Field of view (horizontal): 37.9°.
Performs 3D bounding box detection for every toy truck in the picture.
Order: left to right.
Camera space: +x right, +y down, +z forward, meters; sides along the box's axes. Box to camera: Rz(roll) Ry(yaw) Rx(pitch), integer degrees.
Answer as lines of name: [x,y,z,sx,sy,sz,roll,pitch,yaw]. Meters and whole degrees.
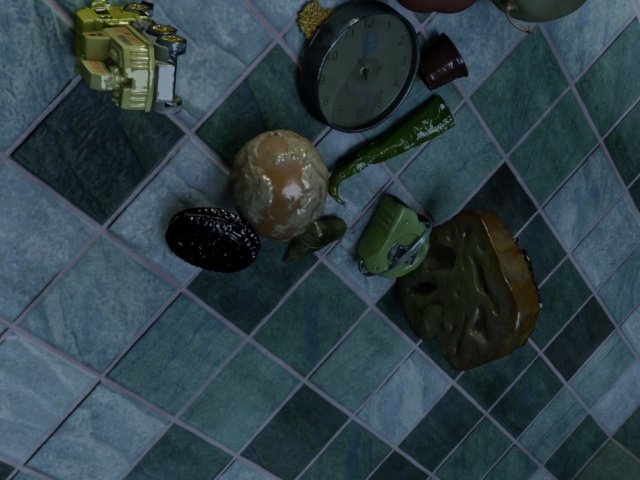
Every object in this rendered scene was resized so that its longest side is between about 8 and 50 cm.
toy truck: [-0.320,-0.296,1.495,0.157,0.272,0.124,-5,121,-27]

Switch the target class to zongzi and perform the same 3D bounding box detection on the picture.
zongzi: [0.000,0.000,2.101,0.154,0.062,0.130,-10,146,-51]

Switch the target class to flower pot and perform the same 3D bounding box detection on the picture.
flower pot: [0.253,-0.377,2.008,0.089,0.111,0.111,-32,135,4]

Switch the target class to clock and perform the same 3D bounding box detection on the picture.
clock: [0.085,-0.350,1.906,0.280,0.055,0.281,-23,133,-27]

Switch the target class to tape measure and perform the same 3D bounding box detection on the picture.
tape measure: [0.177,0.007,2.185,0.175,0.106,0.200,18,108,-39]

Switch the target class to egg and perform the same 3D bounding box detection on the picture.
egg: [-0.084,-0.106,1.850,0.203,0.203,0.245,-24,141,-24]

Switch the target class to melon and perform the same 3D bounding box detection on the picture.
melon: [0.463,-0.588,1.916,0.308,0.272,0.272,-32,133,-8]

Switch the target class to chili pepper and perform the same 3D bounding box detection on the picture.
chili pepper: [0.148,-0.198,2.053,0.359,0.076,0.085,-36,107,-18]

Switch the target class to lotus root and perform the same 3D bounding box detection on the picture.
lotus root: [0.345,0.108,2.191,0.111,0.390,0.375,-2,110,-37]

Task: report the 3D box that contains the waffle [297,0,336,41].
waffle: [-0.009,-0.431,1.820,0.078,0.016,0.085,-52,134,2]

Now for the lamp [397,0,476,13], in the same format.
lamp: [0.234,-0.572,1.741,0.305,0.239,0.305,-6,115,-14]

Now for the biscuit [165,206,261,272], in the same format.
biscuit: [-0.213,0.000,1.848,0.194,0.194,0.053,51,42,-45]
